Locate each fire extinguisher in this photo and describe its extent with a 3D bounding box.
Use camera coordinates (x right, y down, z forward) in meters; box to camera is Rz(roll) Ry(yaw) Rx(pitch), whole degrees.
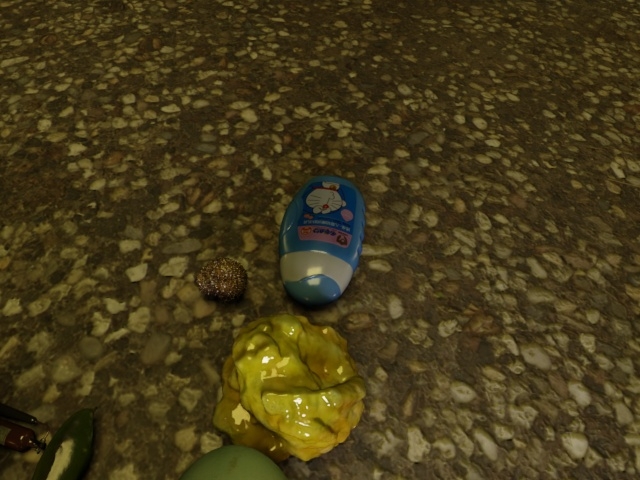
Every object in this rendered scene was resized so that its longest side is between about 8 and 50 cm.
[{"bbox_3d":[-0.426,0.242,0.629,0.173,0.035,0.049,14,12,9],"label":"fire extinguisher"}]

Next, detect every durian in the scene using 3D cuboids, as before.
[{"bbox_3d":[-0.159,0.063,0.766,0.080,0.080,0.091,21,8,14],"label":"durian"}]

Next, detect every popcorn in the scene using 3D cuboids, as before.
[{"bbox_3d":[-0.035,0.191,0.621,0.198,0.155,0.197,24,34,-17],"label":"popcorn"}]

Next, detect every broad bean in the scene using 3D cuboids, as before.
[{"bbox_3d":[-0.333,0.316,0.558,0.065,0.046,0.254,15,51,8],"label":"broad bean"}]

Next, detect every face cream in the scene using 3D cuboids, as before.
[{"bbox_3d":[0.000,0.000,0.831,0.149,0.083,0.263,6,49,5],"label":"face cream"}]

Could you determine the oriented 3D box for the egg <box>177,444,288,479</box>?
[{"bbox_3d":[-0.091,0.329,0.483,0.168,0.168,0.230,-4,48,-8],"label":"egg"}]
